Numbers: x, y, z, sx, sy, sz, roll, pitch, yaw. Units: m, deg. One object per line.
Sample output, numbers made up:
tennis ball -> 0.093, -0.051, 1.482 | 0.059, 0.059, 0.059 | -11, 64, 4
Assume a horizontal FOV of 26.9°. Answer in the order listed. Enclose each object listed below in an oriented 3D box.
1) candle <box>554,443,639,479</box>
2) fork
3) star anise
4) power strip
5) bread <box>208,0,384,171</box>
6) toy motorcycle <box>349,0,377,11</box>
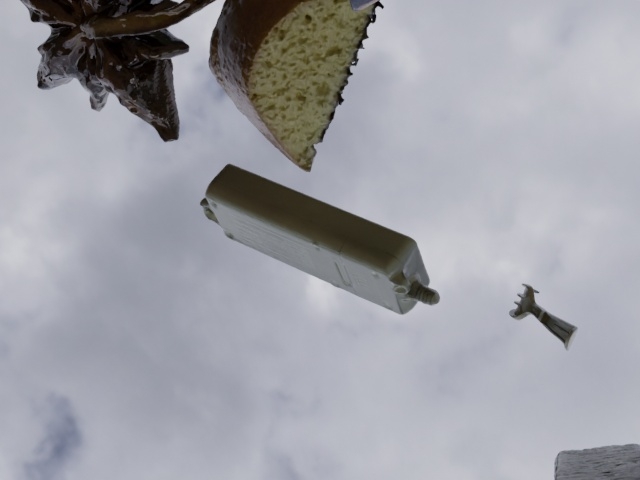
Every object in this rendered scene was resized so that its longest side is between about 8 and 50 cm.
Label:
candle -> 0.190, 0.209, 0.854 | 0.068, 0.192, 0.168 | -8, -125, 12
fork -> 0.189, 0.067, 1.152 | 0.028, 0.219, 0.034 | 30, -84, -4
star anise -> -0.270, -0.270, 1.671 | 0.350, 0.292, 0.109 | 25, -129, 24
power strip -> 0.000, 0.000, 1.559 | 0.338, 0.098, 0.058 | 24, -116, 32
bread -> -0.039, -0.198, 1.354 | 0.134, 0.260, 0.129 | 4, -145, -23
toy motorcycle -> -0.001, -0.243, 1.052 | 0.205, 0.076, 0.114 | 9, -82, -1
